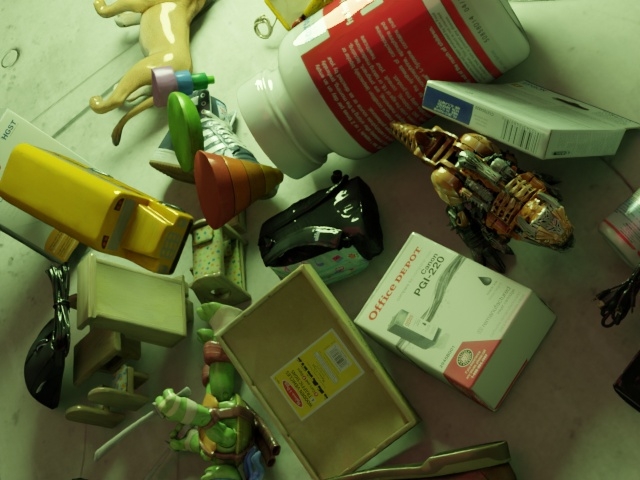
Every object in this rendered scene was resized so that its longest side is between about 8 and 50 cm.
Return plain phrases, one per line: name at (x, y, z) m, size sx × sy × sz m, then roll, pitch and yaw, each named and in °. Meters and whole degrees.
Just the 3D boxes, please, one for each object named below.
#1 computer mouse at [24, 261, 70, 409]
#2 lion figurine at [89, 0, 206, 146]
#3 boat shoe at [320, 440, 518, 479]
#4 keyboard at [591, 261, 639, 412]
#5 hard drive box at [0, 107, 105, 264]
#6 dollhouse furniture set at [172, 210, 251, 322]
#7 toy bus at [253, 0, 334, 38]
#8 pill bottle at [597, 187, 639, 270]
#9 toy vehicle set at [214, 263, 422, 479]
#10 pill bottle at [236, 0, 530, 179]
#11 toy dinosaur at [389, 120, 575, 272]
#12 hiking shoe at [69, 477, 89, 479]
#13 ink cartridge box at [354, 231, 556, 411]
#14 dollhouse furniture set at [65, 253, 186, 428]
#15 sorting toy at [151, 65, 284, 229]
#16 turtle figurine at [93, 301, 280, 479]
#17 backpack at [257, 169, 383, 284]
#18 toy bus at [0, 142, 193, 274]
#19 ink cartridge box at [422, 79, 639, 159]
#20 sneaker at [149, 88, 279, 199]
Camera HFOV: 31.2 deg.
computer mouse at (-0.439, 0.148, 1.833) m, size 0.262 × 0.060 × 0.184 m, roll 118°, pitch 151°, yaw -54°
lion figurine at (-0.294, -0.377, 2.114) m, size 0.240 × 0.142 × 0.392 m, roll -11°, pitch 73°, yaw 19°
boat shoe at (0.098, 0.333, 1.442) m, size 0.307 × 0.111 × 0.104 m, roll -16°, pitch 81°, yaw 22°
keyboard at (0.462, 0.067, 1.379) m, size 0.201 × 0.033 × 0.317 m, roll 38°, pitch 87°, yaw 13°
hard drive box at (-0.508, -0.093, 1.996) m, size 0.089 × 0.232 × 0.181 m, roll 11°, pitch 70°, yaw 59°
dollhouse furniture set at (-0.209, 0.021, 1.832) m, size 0.161 × 0.101 × 0.181 m, roll -21°, pitch 55°, yaw 22°
toy bus at (-0.014, -0.439, 1.964) m, size 0.202 × 0.190 × 0.104 m, roll 17°, pitch 31°, yaw 38°
pill bottle at (0.439, -0.038, 1.453) m, size 0.160 × 0.087 × 0.087 m, roll -42°, pitch 50°, yaw 6°
toy vehicle set at (-0.006, 0.186, 1.564) m, size 0.166 × 0.035 × 0.266 m, roll -38°, pitch 78°, yaw 13°
pill bottle at (0.087, -0.267, 1.717) m, size 0.408 × 0.229 × 0.229 m, roll -31°, pitch 51°, yaw 16°
toy dinosaur at (0.220, -0.082, 1.529) m, size 0.164 × 0.218 × 0.322 m, roll -33°, pitch 56°, yaw 12°
hiking shoe at (-0.432, 0.490, 1.703) m, size 0.132 × 0.113 × 0.304 m, roll 11°, pitch 71°, yaw 36°
ink cartridge box at (0.177, 0.105, 1.540) m, size 0.218 × 0.092 × 0.158 m, roll 28°, pitch 81°, yaw 42°
dollhouse furniture set at (-0.339, 0.140, 1.762) m, size 0.242 × 0.161 × 0.212 m, roll -39°, pitch 46°, yaw 40°
sorting toy at (-0.161, -0.166, 1.805) m, size 0.126 × 0.127 × 0.365 m, roll -12°, pitch 45°, yaw -19°
turtle figurine at (-0.198, 0.233, 1.645) m, size 0.275 × 0.198 × 0.266 m, roll -10°, pitch 54°, yaw 25°
backpack at (0.000, 0.000, 1.701) m, size 0.182 × 0.115 × 0.152 m, roll -25°, pitch 42°, yaw 21°
toy bus at (-0.361, -0.053, 1.839) m, size 0.333 × 0.130 × 0.108 m, roll 25°, pitch 93°, yaw 35°
ink cartridge box at (0.292, -0.168, 1.572) m, size 0.223 × 0.224 × 0.045 m, roll 31°, pitch 117°, yaw 42°
sneaker at (-0.158, -0.164, 1.907) m, size 0.282 × 0.099 × 0.153 m, roll 15°, pitch 75°, yaw 41°
